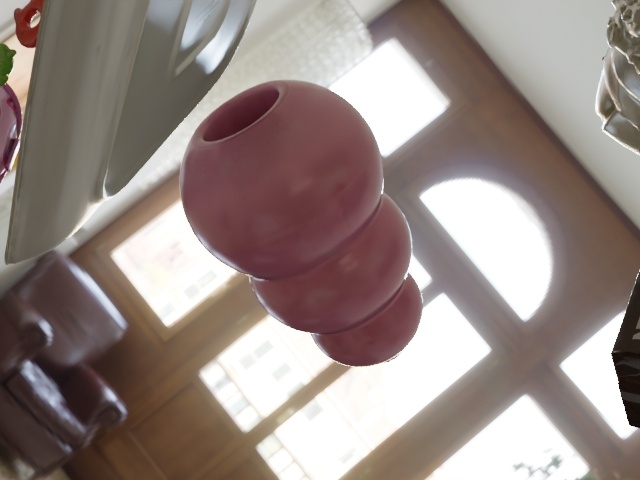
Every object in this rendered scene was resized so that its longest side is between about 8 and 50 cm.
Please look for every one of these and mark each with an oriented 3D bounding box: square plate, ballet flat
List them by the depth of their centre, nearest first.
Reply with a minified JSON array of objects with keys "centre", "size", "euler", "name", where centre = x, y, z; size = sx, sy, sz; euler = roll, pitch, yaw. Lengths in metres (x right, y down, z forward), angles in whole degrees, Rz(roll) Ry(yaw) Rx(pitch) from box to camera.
[{"centre":[0.251,-0.118,0.646],"size":[0.147,0.147,0.409],"euler":[51,23,0],"name":"ballet flat"},{"centre":[-0.102,-0.182,0.701],"size":[0.049,0.347,0.344],"euler":[29,-46,1],"name":"square plate"}]

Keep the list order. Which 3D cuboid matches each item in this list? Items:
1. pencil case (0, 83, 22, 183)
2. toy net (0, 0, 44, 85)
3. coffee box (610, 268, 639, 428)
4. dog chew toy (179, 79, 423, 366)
[{"centre":[-0.421,-0.105,0.886],"size":[0.284,0.124,0.124],"euler":[3,-31,22],"name":"pencil case"},{"centre":[-0.238,-0.238,0.752],"size":[0.122,0.232,0.045],"euler":[41,8,22],"name":"toy net"},{"centre":[0.405,0.041,0.904],"size":[0.168,0.297,0.119],"euler":[7,-40,34],"name":"coffee box"},{"centre":[0.000,0.000,0.987],"size":[0.332,0.206,0.206],"euler":[57,-9,-29],"name":"dog chew toy"}]
